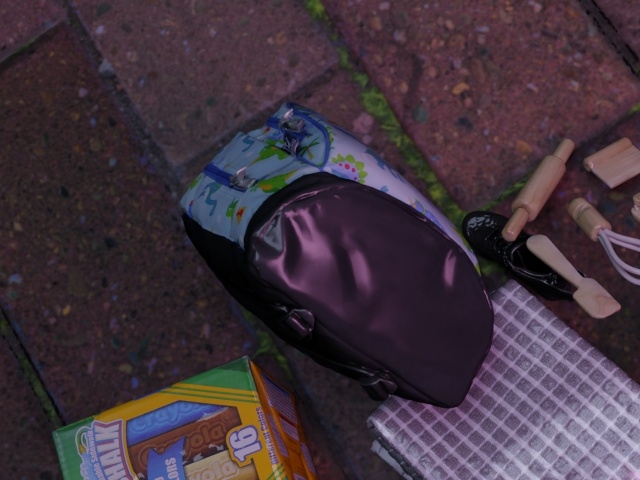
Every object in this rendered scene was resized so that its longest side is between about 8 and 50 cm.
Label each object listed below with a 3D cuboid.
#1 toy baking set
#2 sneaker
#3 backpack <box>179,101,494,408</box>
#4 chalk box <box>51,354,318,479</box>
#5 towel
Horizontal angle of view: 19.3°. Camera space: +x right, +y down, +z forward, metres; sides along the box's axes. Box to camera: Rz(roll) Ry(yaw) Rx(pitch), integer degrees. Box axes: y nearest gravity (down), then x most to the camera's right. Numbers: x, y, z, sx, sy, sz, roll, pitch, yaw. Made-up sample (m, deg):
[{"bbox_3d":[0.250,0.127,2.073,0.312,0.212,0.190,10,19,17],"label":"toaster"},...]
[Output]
[{"bbox_3d":[0.290,-0.026,1.936,0.197,0.030,0.256,17,48,30],"label":"toy baking set"},{"bbox_3d":[0.213,0.012,1.985,0.170,0.089,0.051,38,86,22],"label":"sneaker"},{"bbox_3d":[0.000,0.000,1.932,0.273,0.290,0.355,-61,25,-14],"label":"backpack"},{"bbox_3d":[-0.158,0.267,1.961,0.289,0.180,0.179,-20,69,7],"label":"chalk box"},{"bbox_3d":[0.209,0.201,1.910,0.283,0.121,0.235,41,87,23],"label":"towel"}]
